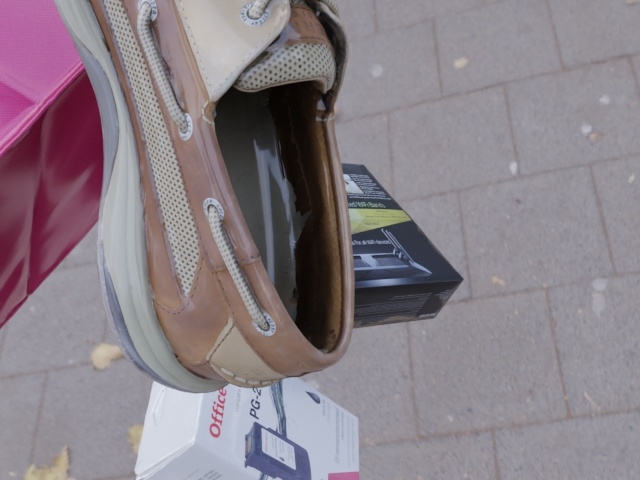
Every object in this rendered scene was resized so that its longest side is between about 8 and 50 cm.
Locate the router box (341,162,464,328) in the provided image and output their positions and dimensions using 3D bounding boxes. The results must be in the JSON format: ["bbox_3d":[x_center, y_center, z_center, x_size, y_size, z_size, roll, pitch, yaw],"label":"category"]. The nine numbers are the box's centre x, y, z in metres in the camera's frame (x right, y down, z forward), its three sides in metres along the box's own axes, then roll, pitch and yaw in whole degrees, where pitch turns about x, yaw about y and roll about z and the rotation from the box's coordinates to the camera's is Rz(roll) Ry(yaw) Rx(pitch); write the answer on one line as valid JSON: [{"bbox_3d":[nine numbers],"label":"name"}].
[{"bbox_3d":[0.000,0.000,1.126,0.243,0.309,0.081,53,126,32],"label":"router box"}]

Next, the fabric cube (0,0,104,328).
[{"bbox_3d":[-0.293,-0.080,0.588,0.254,0.258,0.259,34,56,-2],"label":"fabric cube"}]

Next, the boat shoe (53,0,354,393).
[{"bbox_3d":[-0.040,-0.088,0.405,0.117,0.123,0.324,-2,101,38],"label":"boat shoe"}]

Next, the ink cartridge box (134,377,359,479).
[{"bbox_3d":[-0.071,0.229,0.978,0.100,0.237,0.172,-38,29,27],"label":"ink cartridge box"}]
